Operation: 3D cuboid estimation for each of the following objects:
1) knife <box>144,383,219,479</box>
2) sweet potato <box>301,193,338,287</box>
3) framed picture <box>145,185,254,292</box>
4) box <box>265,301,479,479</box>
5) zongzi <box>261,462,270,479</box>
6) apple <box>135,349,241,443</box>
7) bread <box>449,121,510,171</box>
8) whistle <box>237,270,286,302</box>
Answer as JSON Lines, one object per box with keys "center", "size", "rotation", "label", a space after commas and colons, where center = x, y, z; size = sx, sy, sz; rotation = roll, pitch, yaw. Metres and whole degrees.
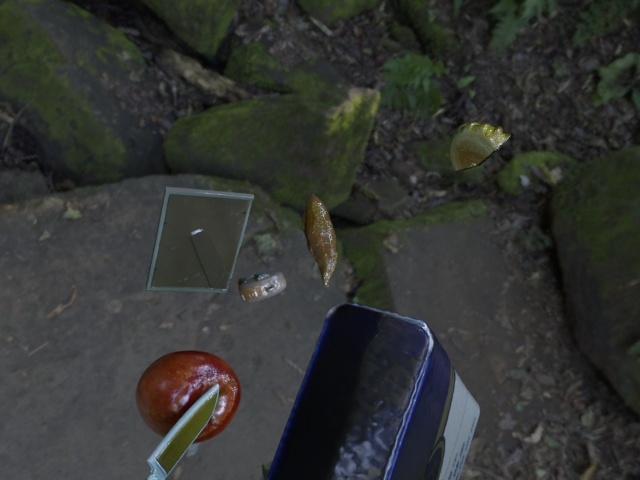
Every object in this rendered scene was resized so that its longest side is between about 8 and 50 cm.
{"center": [-0.259, 0.366, 1.199], "size": [0.343, 0.027, 0.061], "rotation": [-52, 140, -40], "label": "knife"}
{"center": [0.000, 0.000, 1.445], "size": [0.060, 0.068, 0.206], "rotation": [21, 46, -42], "label": "sweet potato"}
{"center": [-0.291, 0.007, 1.771], "size": [0.211, 0.289, 0.020], "rotation": [4, 33, -23], "label": "framed picture"}
{"center": [0.042, 0.156, 0.497], "size": [0.168, 0.071, 0.259], "rotation": [-68, 158, -14], "label": "box"}
{"center": [-0.074, 0.573, 1.821], "size": [0.062, 0.154, 0.130], "rotation": [47, 15, -40], "label": "zongzi"}
{"center": [-0.247, 0.289, 1.385], "size": [0.181, 0.168, 0.181], "rotation": [-9, 104, -38], "label": "apple"}
{"center": [0.325, -0.206, 1.566], "size": [0.094, 0.157, 0.083], "rotation": [40, 60, 2], "label": "bread"}
{"center": [-0.144, 0.099, 1.675], "size": [0.107, 0.220, 0.057], "rotation": [-22, 97, -18], "label": "whistle"}
